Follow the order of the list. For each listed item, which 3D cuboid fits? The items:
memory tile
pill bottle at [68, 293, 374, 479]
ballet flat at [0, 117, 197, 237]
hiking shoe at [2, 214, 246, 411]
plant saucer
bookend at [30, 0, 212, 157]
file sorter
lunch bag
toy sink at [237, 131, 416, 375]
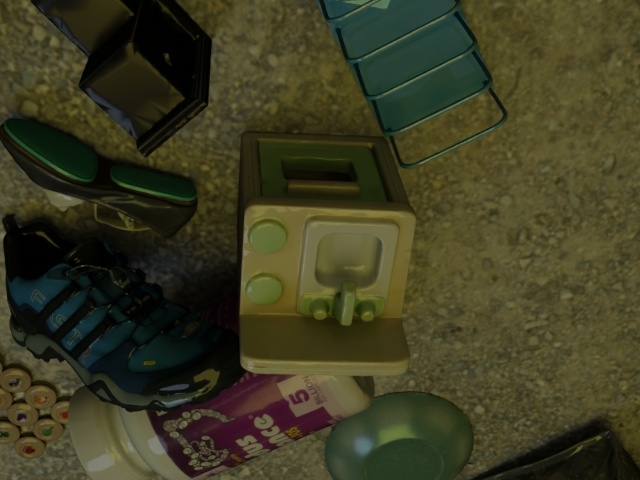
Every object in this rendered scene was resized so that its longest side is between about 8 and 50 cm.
[{"bbox_3d":[-0.364,0.195,1.042,0.113,0.012,0.148,-42,117,19],"label":"memory tile"},{"bbox_3d":[-0.108,0.158,0.954,0.301,0.169,0.169,-25,121,10],"label":"pill bottle"},{"bbox_3d":[-0.222,-0.051,0.871,0.203,0.074,0.074,20,118,-20],"label":"ballet flat"},{"bbox_3d":[-0.204,0.068,0.847,0.304,0.113,0.132,12,125,31],"label":"hiking shoe"},{"bbox_3d":[0.103,0.277,1.129,0.195,0.037,0.195,-2,122,-4],"label":"plant saucer"},{"bbox_3d":[-0.171,-0.176,0.746,0.072,0.156,0.157,-37,118,17],"label":"bookend"},{"bbox_3d":[0.084,-0.168,0.808,0.118,0.104,0.170,-25,122,10],"label":"file sorter"},{"bbox_3d":[0.310,0.411,1.162,0.287,0.169,0.235,-28,124,20],"label":"lunch bag"},{"bbox_3d":[0.000,0.000,0.828,0.152,0.234,0.131,2,122,-6],"label":"toy sink"}]
